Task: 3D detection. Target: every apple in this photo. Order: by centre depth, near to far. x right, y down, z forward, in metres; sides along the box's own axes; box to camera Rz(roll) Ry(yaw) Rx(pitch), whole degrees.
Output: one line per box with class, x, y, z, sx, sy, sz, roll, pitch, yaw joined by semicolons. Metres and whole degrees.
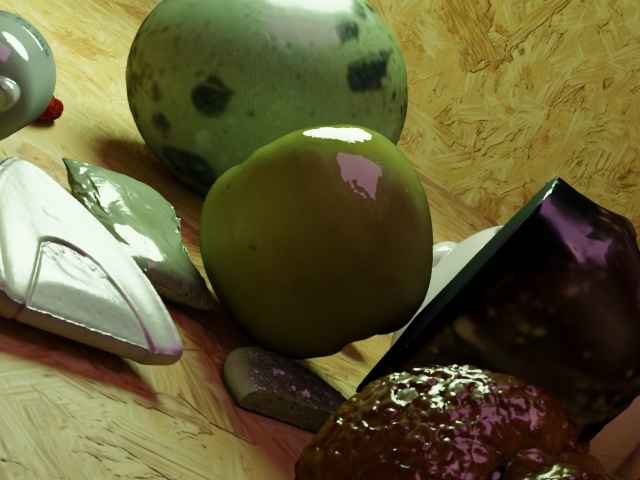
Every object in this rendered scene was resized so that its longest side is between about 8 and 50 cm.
apple;0.000;0.000;1.424;0.262;0.262;0.262;35;12;-9

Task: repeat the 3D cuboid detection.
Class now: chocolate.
chocolate;0.206;0.112;1.286;0.210;0.340;0.225;44;45;4

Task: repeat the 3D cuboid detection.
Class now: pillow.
pillow;-0.197;-0.008;1.414;0.148;0.050;0.230;22;18;-33

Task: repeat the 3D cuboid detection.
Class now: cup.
cup;-0.370;-0.175;1.347;0.173;0.134;0.142;37;14;-7

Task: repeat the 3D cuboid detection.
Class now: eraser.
eraser;-0.244;0.011;1.173;0.204;0.059;0.243;25;20;-42

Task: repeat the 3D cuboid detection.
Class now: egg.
egg;-0.073;-0.203;1.796;0.428;0.345;0.345;-4;40;-50

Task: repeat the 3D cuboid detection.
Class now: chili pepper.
chili pepper;-0.350;-0.174;1.590;0.059;0.050;0.191;22;2;10

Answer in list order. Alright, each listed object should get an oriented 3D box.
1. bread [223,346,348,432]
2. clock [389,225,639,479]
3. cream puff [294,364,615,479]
bread;-0.030;0.145;1.332;0.193;0.036;0.112;27;15;-41
clock;0.256;0.151;1.613;0.368;0.251;0.376;38;18;11
cream puff;0.137;0.223;1.093;0.303;0.212;0.303;39;11;-9
